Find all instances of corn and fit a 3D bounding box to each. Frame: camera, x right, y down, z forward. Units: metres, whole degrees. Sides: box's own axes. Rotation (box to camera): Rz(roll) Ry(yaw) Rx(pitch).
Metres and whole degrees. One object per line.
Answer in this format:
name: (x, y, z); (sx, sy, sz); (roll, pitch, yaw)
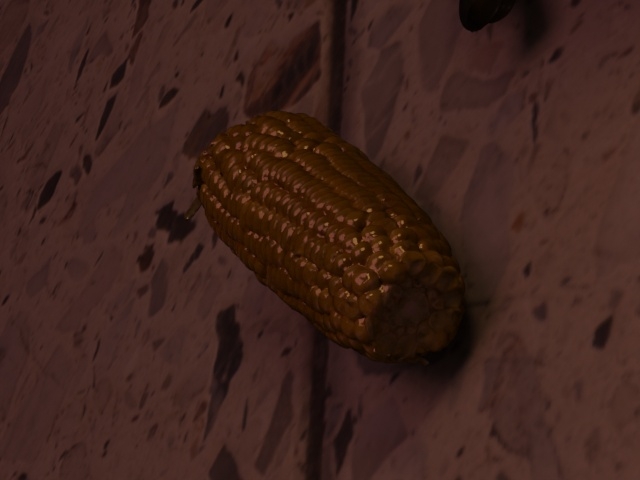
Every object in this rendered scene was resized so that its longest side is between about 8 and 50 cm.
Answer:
corn: (0.003, -0.004, 1.050); (0.091, 0.091, 0.260); (-57, 27, 6)

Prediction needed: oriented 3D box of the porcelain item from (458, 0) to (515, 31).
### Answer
porcelain item: (0.085, -0.188, 1.105); (0.081, 0.069, 0.215); (-46, 27, 25)
